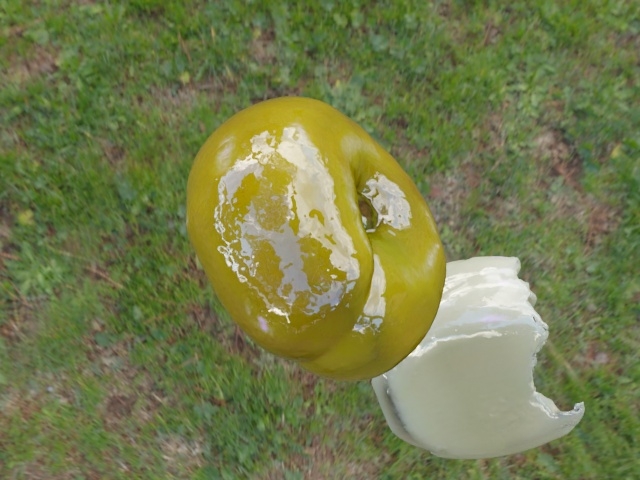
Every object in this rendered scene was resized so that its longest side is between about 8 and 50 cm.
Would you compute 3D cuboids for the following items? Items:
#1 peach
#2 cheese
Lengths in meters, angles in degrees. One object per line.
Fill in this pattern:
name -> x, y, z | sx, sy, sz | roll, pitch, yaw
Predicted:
peach -> 0.000, 0.000, 0.811 | 0.153, 0.251, 0.251 | -31, 70, 34
cheese -> 0.183, 0.146, 1.176 | 0.233, 0.266, 0.127 | -11, 35, 12
